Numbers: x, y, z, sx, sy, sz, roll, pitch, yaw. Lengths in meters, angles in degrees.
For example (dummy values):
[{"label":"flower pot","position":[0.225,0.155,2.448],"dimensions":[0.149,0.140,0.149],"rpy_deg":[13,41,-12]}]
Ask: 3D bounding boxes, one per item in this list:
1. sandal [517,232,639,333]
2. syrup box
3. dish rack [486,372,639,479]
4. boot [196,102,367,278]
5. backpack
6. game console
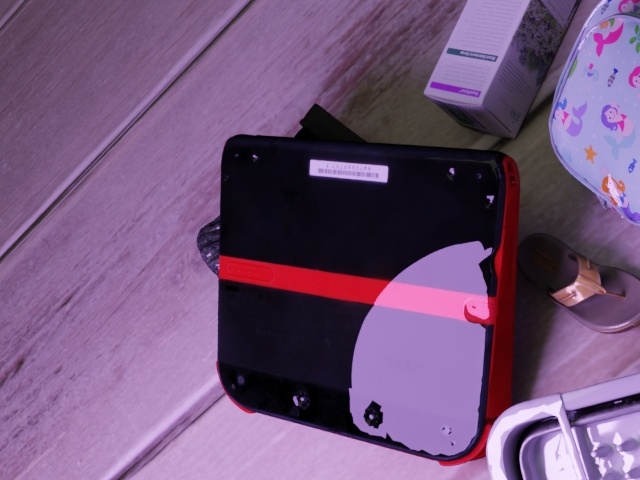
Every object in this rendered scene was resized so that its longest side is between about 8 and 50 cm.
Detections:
[{"label":"sandal","position":[0.271,0.040,1.057],"dimensions":[0.180,0.049,0.072],"rpy_deg":[38,95,44]},{"label":"syrup box","position":[0.229,-0.253,1.207],"dimensions":[0.096,0.093,0.237],"rpy_deg":[23,85,44]},{"label":"dish rack","position":[0.325,0.249,0.846],"dimensions":[0.332,0.072,0.286],"rpy_deg":[-23,74,34]},{"label":"boot","position":[0.002,0.002,1.245],"dimensions":[0.260,0.131,0.348],"rpy_deg":[-48,38,4]},{"label":"backpack","position":[0.342,-0.131,0.979],"dimensions":[0.253,0.191,0.225],"rpy_deg":[55,135,48]},{"label":"game console","position":[0.038,0.059,1.126],"dimensions":[0.386,0.060,0.342],"rpy_deg":[7,98,34]}]
